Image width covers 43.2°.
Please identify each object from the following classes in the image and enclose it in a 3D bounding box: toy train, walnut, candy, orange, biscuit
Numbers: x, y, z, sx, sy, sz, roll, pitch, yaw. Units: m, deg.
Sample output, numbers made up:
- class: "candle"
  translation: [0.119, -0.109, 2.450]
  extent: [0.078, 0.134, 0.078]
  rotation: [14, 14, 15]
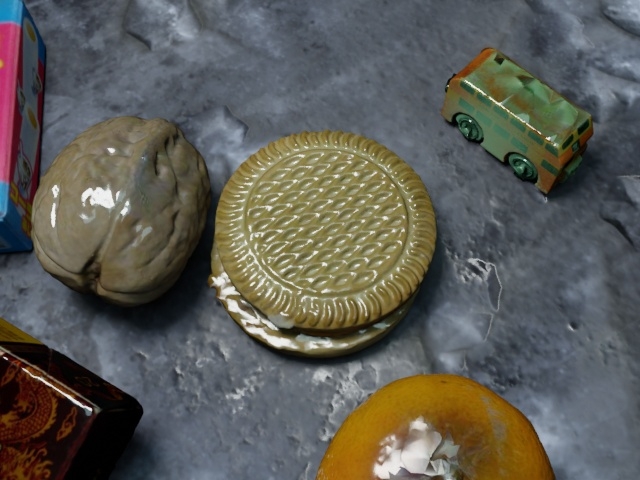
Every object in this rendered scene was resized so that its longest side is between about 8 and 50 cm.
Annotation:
- class: "toy train"
  translation: [0.221, -0.141, 0.931]
  extent: [0.188, 0.099, 0.072]
  rotation: [41, 72, 17]
- class: "walnut"
  translation: [-0.206, -0.042, 0.862]
  extent: [0.178, 0.178, 0.230]
  rotation: [15, 54, 8]
- class: "candy"
  translation: [-0.418, -0.133, 0.942]
  extent: [0.157, 0.100, 0.305]
  rotation: [-7, 65, 0]
- class: "orange"
  translation: [0.104, 0.230, 0.718]
  extent: [0.224, 0.170, 0.224]
  rotation: [-1, 64, 3]
- class: "biscuit"
  translation: [0.000, 0.000, 0.880]
  extent: [0.259, 0.079, 0.259]
  rotation: [0, 64, 0]

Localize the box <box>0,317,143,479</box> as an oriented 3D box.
- class: "box"
  translation: [-0.403, 0.171, 0.747]
  extent: [0.416, 0.116, 0.264]
  rotation: [26, 85, 12]
